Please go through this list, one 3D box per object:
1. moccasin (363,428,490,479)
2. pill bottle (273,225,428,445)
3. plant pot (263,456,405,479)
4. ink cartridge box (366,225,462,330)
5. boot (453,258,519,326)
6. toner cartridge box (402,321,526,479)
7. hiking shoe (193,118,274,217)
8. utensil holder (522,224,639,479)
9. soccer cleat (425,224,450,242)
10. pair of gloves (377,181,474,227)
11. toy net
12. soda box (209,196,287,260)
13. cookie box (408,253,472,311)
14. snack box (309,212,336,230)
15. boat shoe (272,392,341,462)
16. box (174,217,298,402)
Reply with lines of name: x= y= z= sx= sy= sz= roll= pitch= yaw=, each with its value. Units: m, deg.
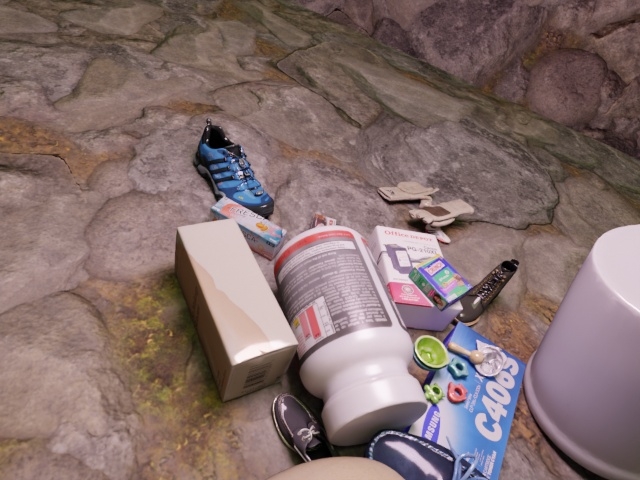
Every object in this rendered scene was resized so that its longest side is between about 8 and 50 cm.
moccasin: x=0.223 y=0.378 z=0.592 sx=0.342 sy=0.116 sz=0.137 roll=25 pitch=64 yaw=18
pill bottle: x=0.046 y=0.164 z=0.780 sx=0.210 sy=0.210 sz=0.362 roll=0 pitch=47 yaw=-23
plant pot: x=0.032 y=0.389 z=0.512 sx=0.284 sy=0.284 sz=0.191 roll=41 pitch=37 yaw=19
ink cartridge box: x=0.213 y=0.087 z=1.009 sx=0.172 sy=0.100 sz=0.237 roll=9 pitch=44 yaw=-15
boot: x=0.402 y=0.122 z=1.025 sx=0.077 sy=0.137 sz=0.198 roll=41 pitch=46 yaw=20
toner cartridge box: x=0.276 y=0.329 z=0.808 sx=0.165 sy=0.075 sz=0.348 roll=32 pitch=43 yaw=14
hiking shoe: x=-0.228 y=-0.177 z=1.071 sx=0.304 sy=0.132 sz=0.113 roll=43 pitch=46 yaw=21
utensil holder: x=0.603 y=0.209 z=0.780 sx=0.328 sy=0.385 sz=0.327 roll=-2 pitch=39 yaw=1
soccer cleat: x=0.348 y=-0.023 z=1.224 sx=0.083 sy=0.035 sz=0.029 roll=37 pitch=46 yaw=17
pair of gloves: x=0.320 y=-0.114 z=1.278 sx=0.204 sy=0.042 sz=0.240 roll=-17 pitch=40 yaw=-31
toy net: x=0.289 y=0.243 z=0.812 sx=0.232 sy=0.045 sz=0.122 roll=0 pitch=45 yaw=-21
soda box: x=-0.175 y=-0.030 z=0.995 sx=0.183 sy=0.063 sz=0.058 roll=29 pitch=43 yaw=7
cookie box: x=0.265 y=0.091 z=0.922 sx=0.092 sy=0.040 sz=0.107 roll=-22 pitch=59 yaw=-35
snack box: x=0.000 y=0.000 z=1.067 sx=0.064 sy=0.022 sz=0.178 roll=18 pitch=42 yaw=-7
boat shoe: x=-0.008 y=0.334 z=0.692 sx=0.075 sy=0.065 sz=0.206 roll=-18 pitch=55 yaw=-35
box: x=-0.173 y=0.118 z=0.787 sx=0.121 sy=0.148 sz=0.311 roll=-11 pitch=50 yaw=-31
